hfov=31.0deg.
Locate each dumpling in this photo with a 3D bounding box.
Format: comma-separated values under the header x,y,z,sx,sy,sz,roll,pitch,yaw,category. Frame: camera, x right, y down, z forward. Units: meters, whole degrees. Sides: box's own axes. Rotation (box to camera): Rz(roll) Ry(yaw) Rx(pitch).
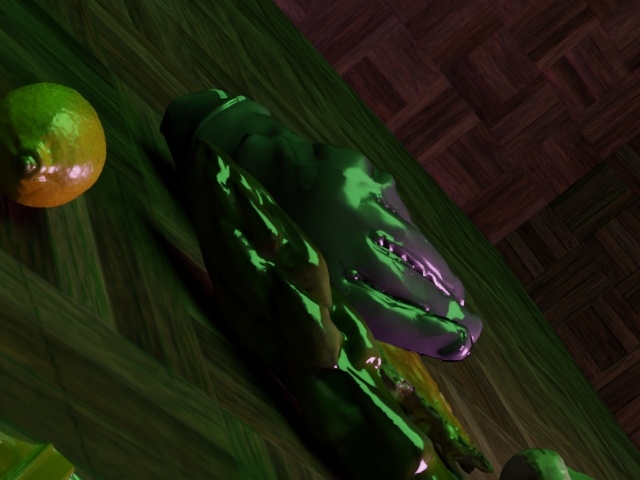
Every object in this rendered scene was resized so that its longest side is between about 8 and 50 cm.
x,y,z,sx,sy,sz,roll,pitch,yaw,category
0.188,0.229,0.906,0.136,0.118,0.199,55,-11,13,dumpling

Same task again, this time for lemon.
x,y,z,sx,sy,sz,roll,pitch,yaw,category
-0.138,-0.047,0.576,0.062,0.062,0.083,48,8,-16,lemon

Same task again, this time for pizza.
x,y,z,sx,sy,sz,roll,pitch,yaw,category
0.081,0.133,0.982,0.176,0.036,0.184,50,8,-17,pizza

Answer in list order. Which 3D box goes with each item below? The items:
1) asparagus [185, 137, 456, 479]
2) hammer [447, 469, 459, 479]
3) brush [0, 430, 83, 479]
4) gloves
x,y,z,sx,sy,sz,roll,pitch,yaw,category
-0.010,0.061,0.731,0.287,0.080,0.080,59,10,1,asparagus
0.135,0.261,0.784,0.103,0.029,0.246,38,18,-53,hammer
-0.137,0.047,0.393,0.205,0.011,0.083,50,11,-3,brush
-0.007,-0.003,0.829,0.286,0.142,0.119,35,9,15,gloves
